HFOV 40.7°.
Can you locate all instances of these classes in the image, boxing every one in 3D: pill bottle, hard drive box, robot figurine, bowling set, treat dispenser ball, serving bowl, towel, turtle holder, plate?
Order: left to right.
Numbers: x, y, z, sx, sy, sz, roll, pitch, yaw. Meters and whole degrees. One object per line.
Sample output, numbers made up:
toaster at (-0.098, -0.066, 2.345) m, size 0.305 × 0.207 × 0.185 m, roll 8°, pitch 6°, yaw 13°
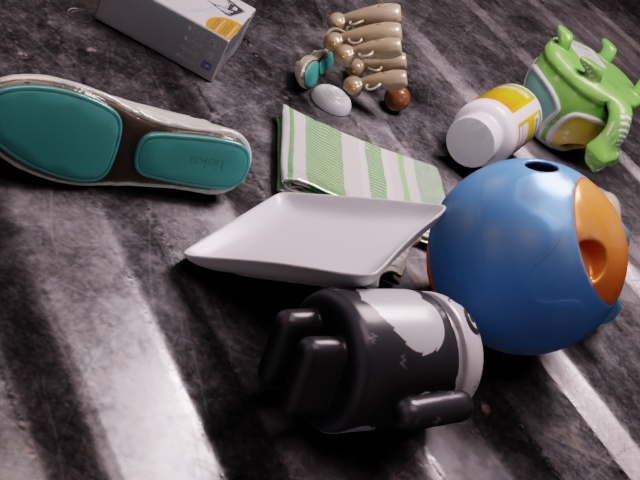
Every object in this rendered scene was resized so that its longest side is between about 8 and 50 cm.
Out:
hard drive box at (-0.256, -0.408, 1.553) m, size 0.232 × 0.089 × 0.181 m, roll 27°, pitch 34°, yaw -6°
plate at (0.000, 0.000, 1.183) m, size 0.278 × 0.045 × 0.277 m, roll 6°, pitch 23°, yaw 26°
serving bowl at (0.024, -0.274, 1.653) m, size 0.083 × 0.027 × 0.083 m, roll 19°, pitch 37°, yaw -15°
towel at (0.077, -0.110, 1.483) m, size 0.325 × 0.038 × 0.248 m, roll 18°, pitch 36°, yaw -18°
bowling set at (0.092, -0.336, 1.700) m, size 0.154 × 0.199 × 0.287 m, roll -6°, pitch 27°, yaw 9°
robot figurine at (0.069, 0.140, 1.045) m, size 0.278 × 0.173 × 0.209 m, roll 3°, pitch 65°, yaw -34°
pill bottle at (0.347, -0.228, 1.743) m, size 0.136 × 0.136 × 0.246 m, roll 40°, pitch 36°, yaw 12°
treat dispenser ball at (0.299, 0.024, 1.266) m, size 0.288 × 0.288 × 0.288 m, roll 20°, pitch 36°, yaw -16°
turtle holder at (0.600, -0.307, 1.956) m, size 0.243 × 0.227 × 0.320 m, roll -15°, pitch 56°, yaw -47°

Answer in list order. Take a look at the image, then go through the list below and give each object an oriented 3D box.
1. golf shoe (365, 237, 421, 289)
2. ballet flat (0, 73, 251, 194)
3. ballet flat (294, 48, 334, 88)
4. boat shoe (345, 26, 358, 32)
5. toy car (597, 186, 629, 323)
golf shoe at (0.105, 0.029, 1.327) m, size 0.176 × 0.069 × 0.086 m, roll -19°, pitch 79°, yaw -45°
ballet flat at (-0.287, -0.146, 1.195) m, size 0.400 × 0.139 × 0.139 m, roll 9°, pitch 41°, yaw -36°
ballet flat at (-0.023, -0.334, 1.684) m, size 0.052 × 0.057 × 0.168 m, roll 10°, pitch 26°, yaw 18°
boat shoe at (0.118, -0.474, 1.946) m, size 0.152 × 0.056 × 0.049 m, roll -15°, pitch 50°, yaw -46°
toy car at (0.386, 0.014, 1.482) m, size 0.238 × 0.210 × 0.219 m, roll 4°, pitch 19°, yaw 11°
